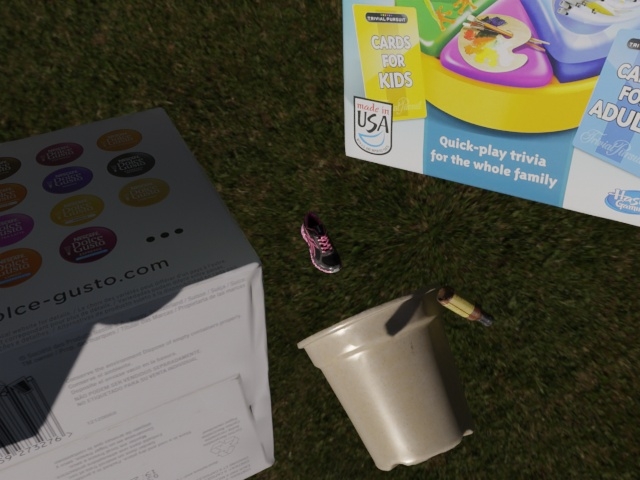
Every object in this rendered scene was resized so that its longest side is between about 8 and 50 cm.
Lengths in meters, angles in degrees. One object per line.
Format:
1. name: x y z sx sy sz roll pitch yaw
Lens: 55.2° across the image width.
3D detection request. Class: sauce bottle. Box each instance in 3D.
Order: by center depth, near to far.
1. sauce bottle: 0.287 0.132 1.206 0.128 0.042 0.042 32 97 -23

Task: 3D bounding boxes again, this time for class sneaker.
1. sneaker: 0.000 0.000 1.025 0.047 0.057 0.119 -21 58 -16

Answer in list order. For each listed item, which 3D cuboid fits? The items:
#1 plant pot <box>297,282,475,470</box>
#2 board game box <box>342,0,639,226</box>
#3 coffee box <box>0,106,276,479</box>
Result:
1. plant pot: 0.160 0.294 1.289 0.333 0.334 0.306 -25 79 10
2. board game box: 0.138 -0.193 0.392 0.253 0.079 0.336 17 129 28
3. coffee box: -0.271 0.100 0.699 0.337 0.338 0.334 -18 43 -19
